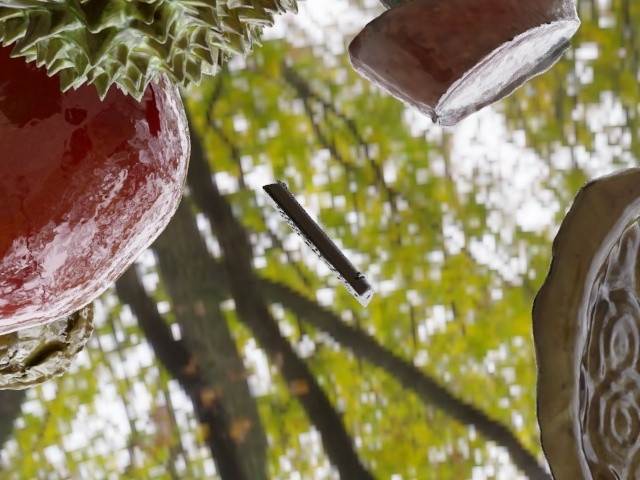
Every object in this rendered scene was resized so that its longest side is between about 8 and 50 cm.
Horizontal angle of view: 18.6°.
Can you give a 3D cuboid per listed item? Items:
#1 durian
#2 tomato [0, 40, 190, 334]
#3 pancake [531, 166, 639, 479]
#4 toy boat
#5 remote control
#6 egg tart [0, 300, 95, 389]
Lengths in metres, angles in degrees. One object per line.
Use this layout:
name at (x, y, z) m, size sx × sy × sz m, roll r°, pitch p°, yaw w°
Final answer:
durian at (-0.102, -0.197, 0.965) m, size 0.224 × 0.291 × 0.291 m, roll -33°, pitch -133°, yaw -5°
tomato at (-0.233, -0.084, 1.383) m, size 0.298 × 0.226 × 0.298 m, roll -1°, pitch -111°, yaw 2°
pancake at (0.178, 0.077, 0.985) m, size 0.029 × 0.235 × 0.212 m, roll -7°, pitch -147°, yaw 47°
toy boat at (0.054, -0.223, 1.462) m, size 0.206 × 0.096 × 0.282 m, roll -34°, pitch -111°, yaw -28°
remote control at (0.000, 0.000, 1.148) m, size 0.016 × 0.034 × 0.091 m, roll -40°, pitch -107°, yaw -6°
egg tart at (-0.334, 0.050, 1.916) m, size 0.241 × 0.241 × 0.106 m, roll 8°, pitch -152°, yaw 17°
